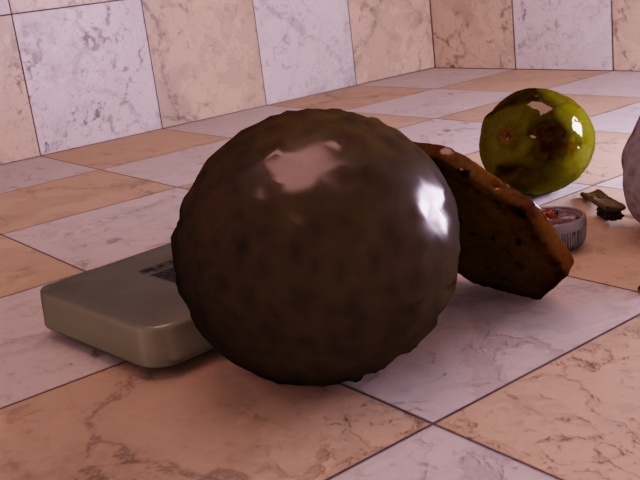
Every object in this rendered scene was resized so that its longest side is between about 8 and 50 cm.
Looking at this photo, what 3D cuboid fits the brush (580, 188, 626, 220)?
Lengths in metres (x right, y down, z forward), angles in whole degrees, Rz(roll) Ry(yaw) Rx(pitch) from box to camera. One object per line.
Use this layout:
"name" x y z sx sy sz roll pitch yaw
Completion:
"brush" 0.565 -0.072 1.860 0.043 0.036 0.248 -1 10 4

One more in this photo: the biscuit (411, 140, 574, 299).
"biscuit" 0.220 -0.032 1.407 0.359 0.359 0.046 15 63 51

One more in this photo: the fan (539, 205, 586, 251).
"fan" 0.364 -0.009 1.651 0.244 0.074 0.130 -15 19 -24

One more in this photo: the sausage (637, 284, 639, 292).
"sausage" 0.524 0.064 1.445 0.100 0.015 0.015 -21 21 -39

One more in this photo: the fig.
"fig" 0.485 -0.211 2.030 0.239 0.239 0.271 10 -1 44

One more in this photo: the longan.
"longan" -0.007 0.015 1.237 0.391 0.391 0.391 -6 17 2

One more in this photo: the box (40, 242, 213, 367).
"box" -0.229 0.091 1.541 0.367 0.090 0.373 -20 20 -40

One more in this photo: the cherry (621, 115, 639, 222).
"cherry" 0.681 -0.156 1.625 0.326 0.335 0.291 -32 36 -2

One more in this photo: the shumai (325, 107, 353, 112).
"shumai" 0.090 -0.144 1.896 0.314 0.262 0.267 -9 17 -12
